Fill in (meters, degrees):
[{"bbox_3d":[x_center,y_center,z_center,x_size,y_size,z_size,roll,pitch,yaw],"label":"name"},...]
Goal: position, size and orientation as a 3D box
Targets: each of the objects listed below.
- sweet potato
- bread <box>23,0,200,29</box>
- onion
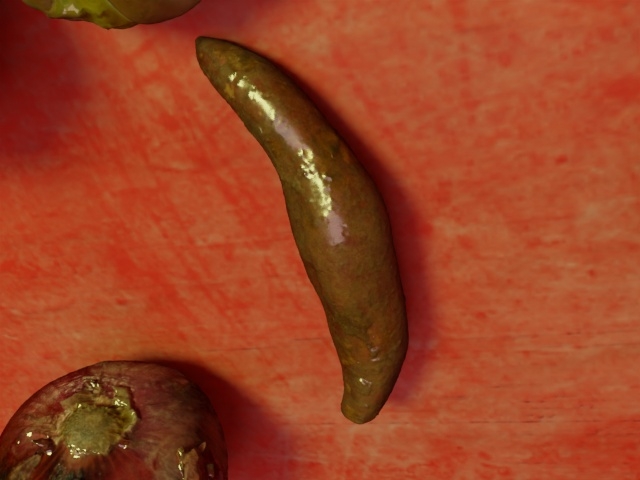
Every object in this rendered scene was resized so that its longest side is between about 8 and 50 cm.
[{"bbox_3d":[0.007,-0.003,0.392,0.078,0.058,0.255,-5,116,41],"label":"sweet potato"},{"bbox_3d":[-0.105,-0.195,0.282,0.213,0.105,0.213,5,119,9],"label":"bread"},{"bbox_3d":[-0.143,0.180,0.487,0.159,0.159,0.195,13,134,7],"label":"onion"}]
